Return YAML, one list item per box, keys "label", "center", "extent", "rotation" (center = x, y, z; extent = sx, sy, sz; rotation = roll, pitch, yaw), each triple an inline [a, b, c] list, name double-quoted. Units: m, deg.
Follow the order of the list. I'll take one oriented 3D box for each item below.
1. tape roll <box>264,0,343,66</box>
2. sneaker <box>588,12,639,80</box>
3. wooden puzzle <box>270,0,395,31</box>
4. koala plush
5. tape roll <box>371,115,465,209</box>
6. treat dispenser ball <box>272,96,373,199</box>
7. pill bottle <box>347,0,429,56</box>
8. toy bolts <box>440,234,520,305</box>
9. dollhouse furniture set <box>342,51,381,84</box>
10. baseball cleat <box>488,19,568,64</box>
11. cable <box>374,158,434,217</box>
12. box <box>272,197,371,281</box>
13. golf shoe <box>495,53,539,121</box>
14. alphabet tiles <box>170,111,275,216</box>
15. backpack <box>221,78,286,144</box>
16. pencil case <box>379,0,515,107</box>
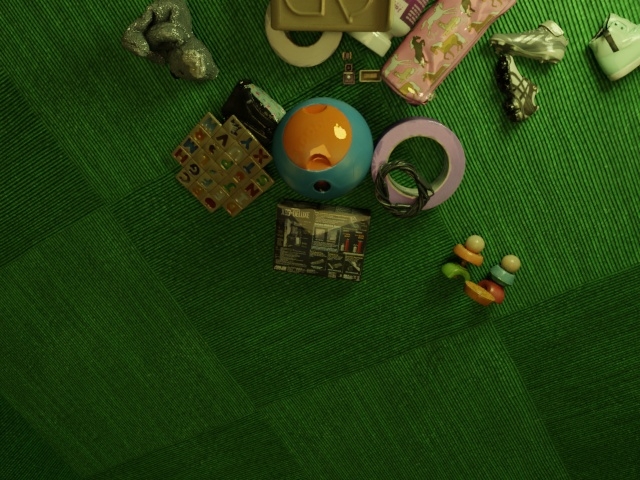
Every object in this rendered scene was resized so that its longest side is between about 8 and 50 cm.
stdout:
- label: "tape roll"
  center: [-0.042, -0.603, 1.280]
  extent: [0.220, 0.072, 0.219]
  rotation: [2, 113, 6]
- label: "sneaker"
  center: [0.841, -0.563, 1.192]
  extent: [0.256, 0.094, 0.151]
  rotation: [-40, 100, 18]
- label: "wooden puzzle"
  center: [0.032, -0.680, 1.102]
  extent: [0.348, 0.080, 0.321]
  rotation: [13, 115, 24]
- label: "koala plush"
  center: [-0.391, -0.540, 1.286]
  extent: [0.221, 0.196, 0.203]
  rotation: [43, 100, -8]
- label: "tape roll"
  center: [0.292, -0.234, 1.390]
  extent: [0.275, 0.090, 0.274]
  rotation: [2, 112, 4]
- label: "treat dispenser ball"
  center: [0.006, -0.258, 1.302]
  extent: [0.289, 0.288, 0.287]
  rotation: [2, 113, 5]
- label: "pill bottle"
  center: [0.197, -0.645, 1.184]
  extent: [0.169, 0.169, 0.301]
  rotation: [31, 112, -7]
- label: "toy bolts"
  center: [0.542, 0.101, 1.456]
  extent: [0.229, 0.218, 0.158]
  rotation: [22, 108, -23]
- label: "dollhouse furniture set"
  center: [0.119, -0.491, 1.304]
  extent: [0.115, 0.081, 0.090]
  rotation: [2, 113, 5]
- label: "baseball cleat"
  center: [0.569, -0.552, 1.249]
  extent: [0.206, 0.072, 0.109]
  rotation: [16, 97, -3]
- label: "cable"
  center: [0.236, -0.154, 1.361]
  extent: [0.184, 0.047, 0.150]
  rotation: [41, 116, -14]
- label: "box"
  center: [0.000, 0.000, 1.524]
  extent: [0.308, 0.076, 0.242]
  rotation: [7, 113, 3]
- label: "golf shoe"
  center: [0.560, -0.439, 1.291]
  extent: [0.094, 0.077, 0.198]
  rotation: [-24, 115, 3]
- label: "alphabet tiles"
  center: [-0.312, -0.229, 1.442]
  extent: [0.343, 0.011, 0.285]
  rotation: [-33, 107, 36]
- label: "backpack"
  center: [-0.187, -0.378, 1.364]
  extent: [0.182, 0.115, 0.152]
  rotation: [41, 130, -4]
- label: "pencil case"
  center: [0.336, -0.544, 1.219]
  extent: [0.167, 0.160, 0.386]
  rotation: [34, 111, -17]
